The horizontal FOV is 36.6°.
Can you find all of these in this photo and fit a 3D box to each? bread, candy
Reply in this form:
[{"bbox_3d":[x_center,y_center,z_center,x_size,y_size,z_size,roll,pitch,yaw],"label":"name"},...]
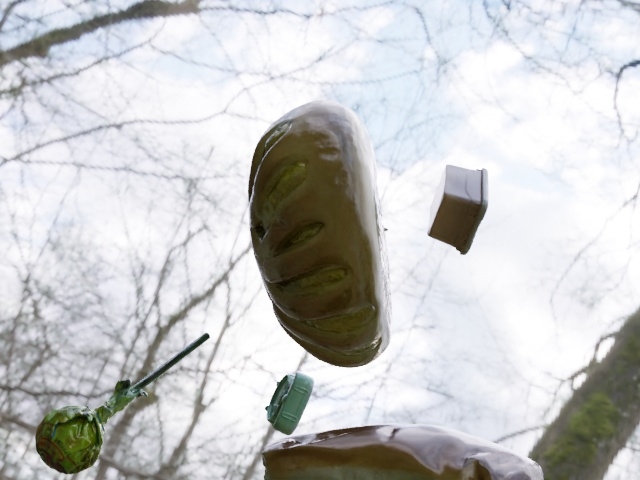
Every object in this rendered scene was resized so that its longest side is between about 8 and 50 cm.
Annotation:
[{"bbox_3d":[0.000,0.000,1.164,0.160,0.333,0.333,-8,-33,6],"label":"bread"},{"bbox_3d":[0.073,0.271,0.837,0.279,0.225,0.250,6,-17,14],"label":"bread"},{"bbox_3d":[-0.240,0.192,1.213,0.073,0.262,0.077,-5,-63,56],"label":"candy"}]

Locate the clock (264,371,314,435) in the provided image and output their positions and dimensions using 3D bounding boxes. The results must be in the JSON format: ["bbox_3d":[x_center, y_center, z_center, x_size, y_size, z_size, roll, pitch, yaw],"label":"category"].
[{"bbox_3d":[-0.056,0.265,1.588,0.041,0.101,0.135,25,-13,-11],"label":"clock"}]

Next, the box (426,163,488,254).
[{"bbox_3d":[0.187,-0.048,1.317,0.062,0.122,0.089,19,-59,0],"label":"box"}]
